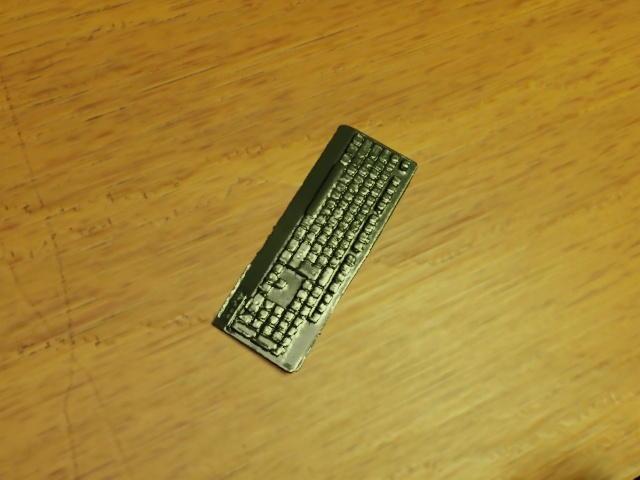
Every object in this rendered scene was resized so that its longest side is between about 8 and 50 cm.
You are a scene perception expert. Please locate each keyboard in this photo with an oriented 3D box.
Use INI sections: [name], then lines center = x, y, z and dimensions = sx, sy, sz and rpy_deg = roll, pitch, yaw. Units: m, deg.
[keyboard]
center = 0.000, -0.001, 0.531
dimensions = 0.074, 0.015, 0.196
rpy_deg = 32, 71, 1

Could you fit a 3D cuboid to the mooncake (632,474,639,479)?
[mooncake]
center = 0.169, 0.274, 0.396
dimensions = 0.334, 0.174, 0.326
rpy_deg = 38, 73, 12
